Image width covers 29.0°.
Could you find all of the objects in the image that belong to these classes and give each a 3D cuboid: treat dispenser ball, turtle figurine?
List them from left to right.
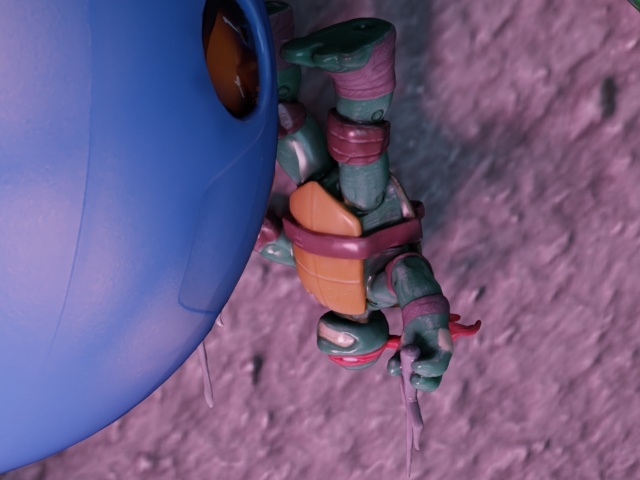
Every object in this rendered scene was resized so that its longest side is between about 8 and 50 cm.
[{"bbox_3d":[-0.159,-0.050,0.477,0.288,0.288,0.288,-5,116,-11],"label":"treat dispenser ball"},{"bbox_3d":[0.000,0.000,0.641,0.175,0.118,0.234,7,119,29],"label":"turtle figurine"}]

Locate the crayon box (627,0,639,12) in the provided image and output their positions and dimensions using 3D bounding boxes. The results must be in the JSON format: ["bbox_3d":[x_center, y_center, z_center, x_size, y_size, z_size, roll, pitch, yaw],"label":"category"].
[{"bbox_3d":[0.255,-0.218,0.612,0.165,0.081,0.278,34,103,-24],"label":"crayon box"}]
